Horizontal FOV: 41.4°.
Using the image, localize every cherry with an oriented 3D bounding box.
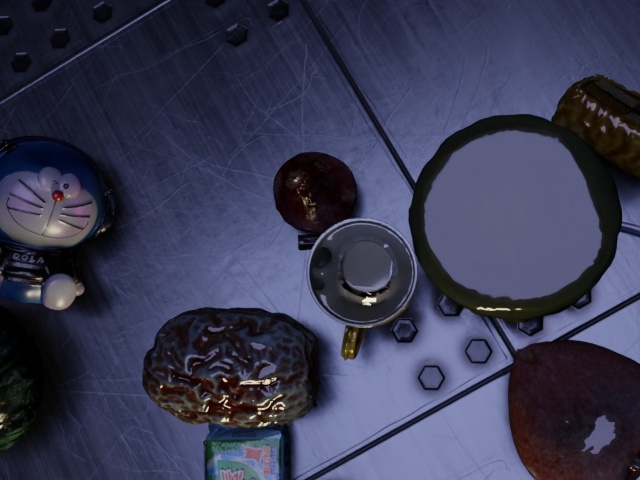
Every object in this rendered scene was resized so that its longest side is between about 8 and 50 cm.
[{"bbox_3d":[0.436,0.295,1.403,0.261,0.221,0.307,-42,63,-7],"label":"cherry"}]

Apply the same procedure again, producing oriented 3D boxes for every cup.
[{"bbox_3d":[0.075,0.093,1.494,0.185,0.226,0.241,14,84,11],"label":"cup"}]

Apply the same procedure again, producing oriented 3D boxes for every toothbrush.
[{"bbox_3d":[0.519,-0.030,1.541,0.269,0.021,0.027,18,89,12],"label":"toothbrush"}]

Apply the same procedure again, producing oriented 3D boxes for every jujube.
[{"bbox_3d":[-0.153,0.226,1.511,0.317,0.226,0.226,4,81,13],"label":"jujube"}]

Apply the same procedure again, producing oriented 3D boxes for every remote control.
[{"bbox_3d":[0.000,0.000,1.630,0.091,0.016,0.034,-5,75,9],"label":"remote control"}]

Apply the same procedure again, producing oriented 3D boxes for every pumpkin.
[{"bbox_3d":[-0.667,0.261,1.562,0.315,0.238,0.315,7,114,16],"label":"pumpkin"}]

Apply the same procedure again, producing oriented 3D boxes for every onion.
[{"bbox_3d":[-0.019,-0.096,1.560,0.159,0.195,0.159,-5,75,17],"label":"onion"}]

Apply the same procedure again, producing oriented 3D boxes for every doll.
[{"bbox_3d":[-0.543,-0.045,1.629,0.284,0.240,0.310,10,97,-29],"label":"doll"}]

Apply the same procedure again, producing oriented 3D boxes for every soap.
[{"bbox_3d":[-0.131,0.461,1.541,0.156,0.077,0.293,-4,79,9],"label":"soap"}]

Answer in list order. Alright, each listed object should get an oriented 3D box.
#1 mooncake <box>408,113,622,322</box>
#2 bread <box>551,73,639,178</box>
[{"bbox_3d":[0.337,-0.034,1.476,0.356,0.194,0.356,-1,85,15],"label":"mooncake"},{"bbox_3d":[0.531,-0.202,1.495,0.222,0.181,0.096,36,124,16],"label":"bread"}]
